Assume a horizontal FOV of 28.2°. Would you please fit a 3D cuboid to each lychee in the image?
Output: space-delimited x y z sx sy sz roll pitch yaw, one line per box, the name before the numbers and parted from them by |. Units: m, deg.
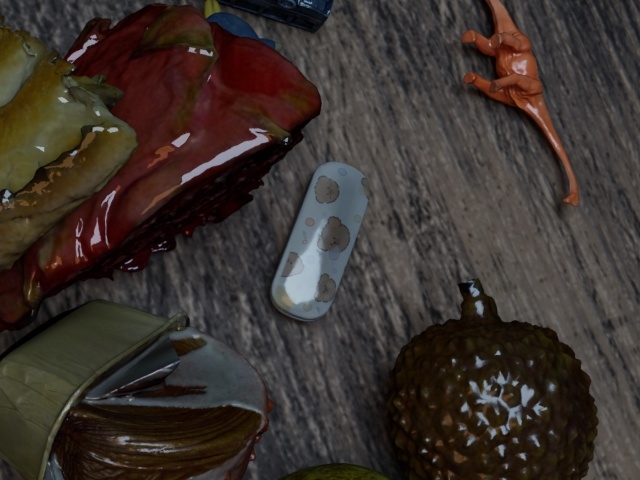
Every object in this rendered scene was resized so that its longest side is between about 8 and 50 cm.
lychee | 0.156 0.152 1.159 0.200 0.200 0.238 -4 88 -16

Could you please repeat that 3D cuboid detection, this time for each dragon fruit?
dragon fruit | -0.202 -0.083 1.068 0.329 0.286 0.228 -32 89 -23

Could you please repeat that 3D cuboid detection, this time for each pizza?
pizza | -0.369 -0.035 1.045 0.392 0.435 0.080 -50 133 -3

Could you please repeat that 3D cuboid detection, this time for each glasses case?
glasses case | 0.000 0.000 1.235 0.063 0.041 0.164 24 71 -8

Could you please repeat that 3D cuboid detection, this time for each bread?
bread | -0.152 0.138 1.062 0.212 0.142 0.224 23 26 14

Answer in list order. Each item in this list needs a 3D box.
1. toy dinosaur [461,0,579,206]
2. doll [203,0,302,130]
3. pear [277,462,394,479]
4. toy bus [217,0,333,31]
toy dinosaur | 0.202 -0.163 1.326 0.101 0.055 0.279 0 71 -38
doll | -0.072 -0.163 1.245 0.102 0.089 0.179 -33 62 -21
pear | 0.024 0.286 1.090 0.197 0.197 0.197 4 74 -14
toy bus | -0.069 -0.258 1.276 0.166 0.065 0.047 16 72 -12
